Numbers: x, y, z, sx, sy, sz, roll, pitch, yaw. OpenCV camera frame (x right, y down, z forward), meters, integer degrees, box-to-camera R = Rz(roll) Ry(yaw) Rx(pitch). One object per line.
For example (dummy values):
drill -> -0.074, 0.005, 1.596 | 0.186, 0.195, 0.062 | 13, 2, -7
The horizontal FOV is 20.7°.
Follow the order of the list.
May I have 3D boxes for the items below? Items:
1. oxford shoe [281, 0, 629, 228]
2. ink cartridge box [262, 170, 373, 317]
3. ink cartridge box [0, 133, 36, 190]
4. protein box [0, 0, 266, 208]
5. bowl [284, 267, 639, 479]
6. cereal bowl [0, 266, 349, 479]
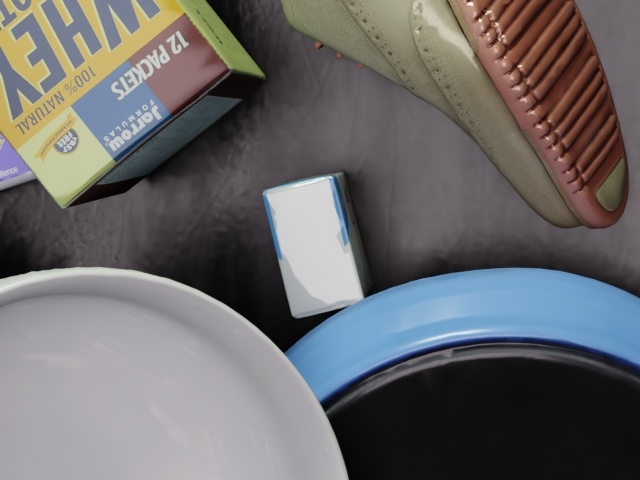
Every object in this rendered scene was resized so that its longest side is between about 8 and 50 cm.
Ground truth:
oxford shoe -> 0.067, -0.162, 1.200 | 0.146, 0.140, 0.397 | -31, 96, 34
ink cartridge box -> 0.000, 0.000, 1.211 | 0.052, 0.122, 0.089 | -14, 93, 4
ink cartridge box -> -0.226, -0.146, 1.266 | 0.206, 0.045, 0.208 | -18, 93, 7
protein box -> -0.157, -0.142, 1.136 | 0.136, 0.201, 0.200 | -38, 91, 6
bowl -> 0.118, 0.211, 1.175 | 0.391, 0.077, 0.391 | 0, 112, 1
cereal bowl -> -0.154, 0.183, 1.029 | 0.338, 0.141, 0.339 | -1, 92, -27
